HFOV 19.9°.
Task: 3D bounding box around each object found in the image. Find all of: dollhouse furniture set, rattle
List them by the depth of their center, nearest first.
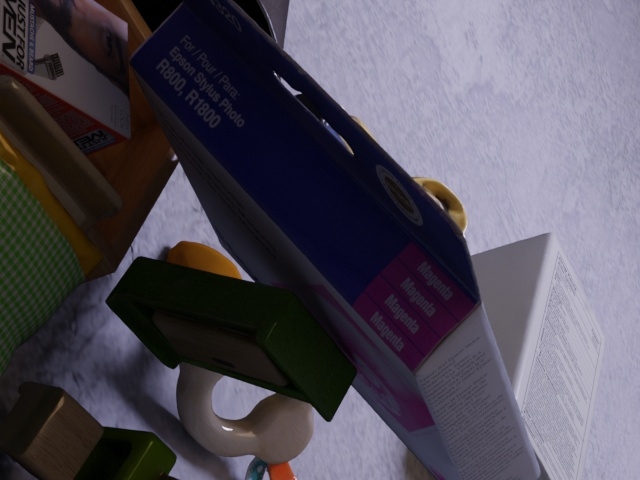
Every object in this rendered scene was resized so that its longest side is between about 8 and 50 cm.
[{"bbox_3d":[-0.145,0.063,1.107,0.197,0.151,0.301,-58,136,-20],"label":"dollhouse furniture set"},{"bbox_3d":[-0.070,0.121,1.455,0.130,0.143,0.199,-45,137,-27],"label":"rattle"}]

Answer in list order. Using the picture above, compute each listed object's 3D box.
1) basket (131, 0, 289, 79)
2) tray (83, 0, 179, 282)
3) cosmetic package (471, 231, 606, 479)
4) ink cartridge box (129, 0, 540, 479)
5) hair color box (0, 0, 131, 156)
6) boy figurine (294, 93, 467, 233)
[{"bbox_3d":[-0.097,-0.206,1.458,0.227,0.154,0.204,-77,144,-58],"label":"basket"},{"bbox_3d":[-0.240,-0.185,1.232,0.411,0.076,0.203,57,32,-24],"label":"tray"},{"bbox_3d":[0.204,0.149,1.894,0.160,0.113,0.309,61,27,-24],"label":"cosmetic package"},{"bbox_3d":[0.000,0.000,1.204,0.324,0.071,0.330,47,-10,33],"label":"ink cartridge box"},{"bbox_3d":[-0.191,-0.126,1.152,0.167,0.053,0.093,32,47,-53],"label":"hair color box"},{"bbox_3d":[0.043,-0.035,1.711,0.285,0.092,0.177,28,48,-52],"label":"boy figurine"}]
